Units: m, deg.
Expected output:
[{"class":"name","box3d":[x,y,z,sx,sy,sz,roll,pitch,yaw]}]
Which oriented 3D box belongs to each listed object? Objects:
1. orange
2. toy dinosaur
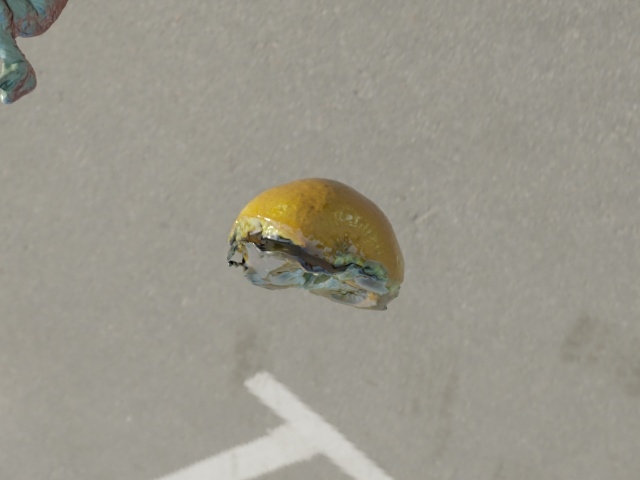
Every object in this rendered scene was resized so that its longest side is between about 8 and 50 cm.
[{"class":"orange","box3d":[0.000,0.000,1.199,0.160,0.112,0.170,7,176,14]},{"class":"toy dinosaur","box3d":[-0.272,-0.236,1.254,0.053,0.242,0.167,-36,94,38]}]
